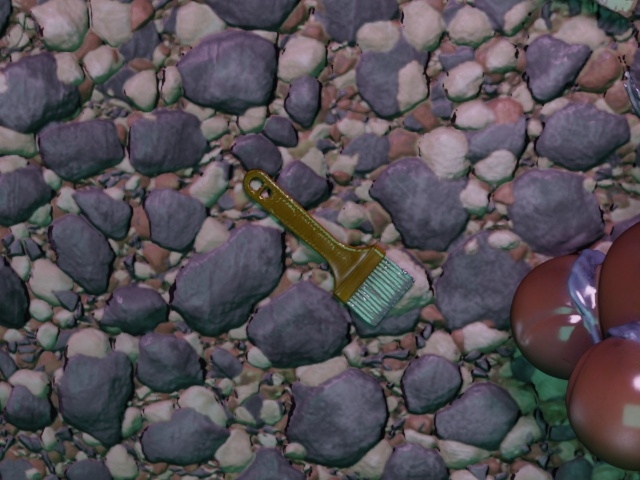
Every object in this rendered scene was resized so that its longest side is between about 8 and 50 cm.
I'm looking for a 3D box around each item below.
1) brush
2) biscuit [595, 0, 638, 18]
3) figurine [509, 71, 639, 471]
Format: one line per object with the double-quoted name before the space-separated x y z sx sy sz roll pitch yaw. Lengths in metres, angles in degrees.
"brush" 0.000 0.000 1.487 0.218 0.010 0.082 41 117 0
"biscuit" 0.214 -0.321 1.283 0.250 0.032 0.133 30 116 4
"figurine" 0.345 -0.002 1.260 0.248 0.276 0.388 3 117 -13
